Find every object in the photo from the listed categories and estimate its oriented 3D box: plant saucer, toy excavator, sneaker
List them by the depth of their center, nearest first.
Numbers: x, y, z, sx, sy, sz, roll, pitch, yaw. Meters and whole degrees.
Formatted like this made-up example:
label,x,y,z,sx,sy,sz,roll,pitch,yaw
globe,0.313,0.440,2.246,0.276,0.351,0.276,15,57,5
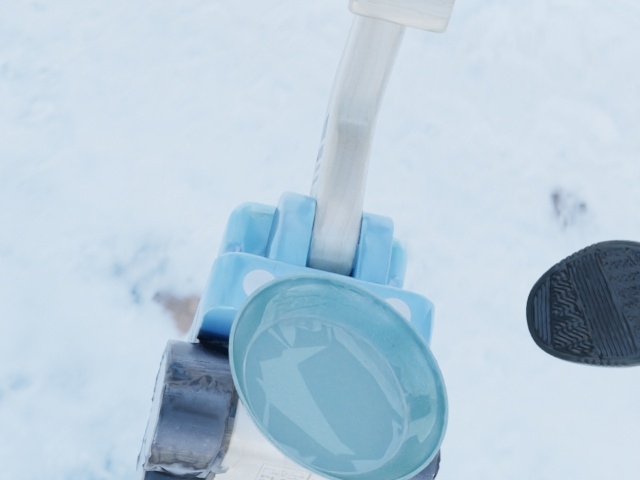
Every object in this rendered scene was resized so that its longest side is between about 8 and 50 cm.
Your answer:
label,x,y,z,sx,sy,sz,roll,pitch,yaw
plant saucer,0.006,0.071,0.917,0.119,0.119,0.021,34,135,-4
sneaker,0.330,0.043,1.517,0.295,0.178,0.124,-13,73,31
toy excavator,0.000,0.000,1.535,0.222,0.445,0.433,11,151,-7
